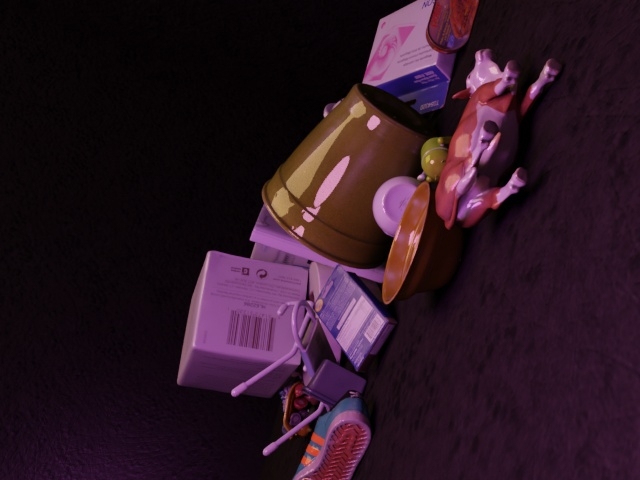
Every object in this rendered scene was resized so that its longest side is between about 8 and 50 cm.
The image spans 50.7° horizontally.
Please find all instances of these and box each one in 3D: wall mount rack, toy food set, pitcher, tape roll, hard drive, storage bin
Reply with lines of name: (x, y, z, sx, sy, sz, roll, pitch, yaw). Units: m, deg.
wall mount rack: (-0.063, 0.319, 1.594, 0.304, 0.131, 0.350, -64, -39, -49)
toy food set: (-0.048, 0.514, 2.101, 0.128, 0.071, 0.217, 29, -115, -57)
pitcher: (0.188, -0.090, 1.431, 0.177, 0.126, 0.207, -60, -7, 1)
tape roll: (0.001, 0.255, 2.039, 0.392, 0.072, 0.391, -176, 90, -82)
hard drive: (0.000, 0.000, 1.804, 0.233, 0.353, 0.047, -83, 11, -70)
storage bin: (0.037, 0.331, 1.526, 0.091, 0.135, 0.098, -61, 2, -11)

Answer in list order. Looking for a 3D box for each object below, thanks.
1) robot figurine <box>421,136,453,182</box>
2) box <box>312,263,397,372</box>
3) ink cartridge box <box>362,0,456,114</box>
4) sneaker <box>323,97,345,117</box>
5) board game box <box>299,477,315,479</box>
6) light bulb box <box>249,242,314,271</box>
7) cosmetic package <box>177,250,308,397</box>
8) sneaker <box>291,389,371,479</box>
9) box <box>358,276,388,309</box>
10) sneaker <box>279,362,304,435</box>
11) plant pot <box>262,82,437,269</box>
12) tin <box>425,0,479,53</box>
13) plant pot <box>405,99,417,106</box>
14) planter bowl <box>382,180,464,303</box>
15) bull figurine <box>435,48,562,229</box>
robot figurine: (0.237, -0.166, 1.363, 0.115, 0.067, 0.101, -79, 2, -59)
box: (0.070, 0.165, 1.490, 0.136, 0.037, 0.225, -61, 41, 19)
ink cartridge box: (0.236, -0.486, 1.807, 0.324, 0.071, 0.330, -4, 67, 58)
sneaker: (0.146, -0.246, 1.858, 0.146, 0.330, 0.122, -14, 28, 39)
board game box: (0.006, 0.478, 1.248, 0.259, 0.124, 0.039, 115, 171, -61)
light bulb box: (-0.089, 0.114, 2.504, 0.225, 0.358, 0.361, -76, 4, -65)
cosmetic package: (-0.255, 0.282, 2.168, 0.393, 0.330, 0.327, 123, 154, -57)
sneaker: (0.023, 0.440, 1.396, 0.302, 0.108, 0.121, -61, 8, 26)
box: (0.093, 0.163, 1.678, 0.275, 0.094, 0.113, -104, 32, -83)
sneaker: (-0.090, 0.519, 2.250, 0.110, 0.122, 0.283, 78, -155, -48)
plant pot: (0.096, -0.181, 1.670, 0.353, 0.367, 0.366, -58, 10, 25)
tin: (0.320, -0.546, 1.649, 0.040, 0.106, 0.189, 129, 160, -80)
plant pot: (0.266, -0.449, 1.923, 0.095, 0.134, 0.134, -2, 69, 68)
planter bowl: (0.182, 0.016, 1.136, 0.217, 0.090, 0.217, -162, 90, -85)
bull figurine: (0.247, -0.163, 0.971, 0.188, 0.101, 0.310, 124, 164, -69)
